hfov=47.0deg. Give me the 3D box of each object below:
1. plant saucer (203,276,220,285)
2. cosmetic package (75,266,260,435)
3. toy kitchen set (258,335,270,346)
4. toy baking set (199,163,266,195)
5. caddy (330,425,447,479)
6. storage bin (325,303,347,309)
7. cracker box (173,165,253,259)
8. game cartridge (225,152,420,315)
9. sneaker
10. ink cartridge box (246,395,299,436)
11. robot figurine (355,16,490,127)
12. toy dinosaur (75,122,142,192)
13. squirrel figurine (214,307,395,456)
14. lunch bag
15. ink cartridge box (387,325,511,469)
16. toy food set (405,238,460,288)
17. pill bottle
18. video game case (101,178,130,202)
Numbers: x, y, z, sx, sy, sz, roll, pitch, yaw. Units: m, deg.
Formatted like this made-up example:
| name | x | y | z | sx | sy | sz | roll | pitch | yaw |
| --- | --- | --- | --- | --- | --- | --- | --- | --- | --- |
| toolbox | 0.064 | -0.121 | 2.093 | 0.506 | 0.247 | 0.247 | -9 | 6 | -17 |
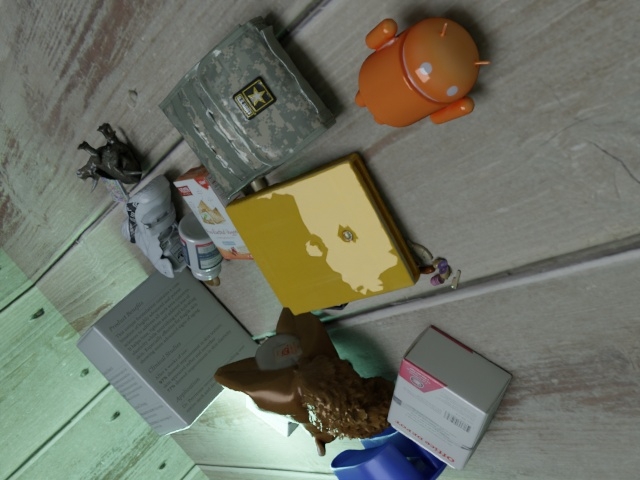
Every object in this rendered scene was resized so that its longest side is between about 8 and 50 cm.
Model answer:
| name | x | y | z | sx | sy | sz | roll | pitch | yaw |
| --- | --- | --- | --- | --- | --- | --- | --- | --- | --- |
| plant saucer | -0.324 | 0.103 | 2.112 | 0.083 | 0.015 | 0.083 | 30 | 145 | 23 |
| cosmetic package | -0.461 | 0.325 | 2.226 | 0.393 | 0.329 | 0.327 | 49 | 149 | -4 |
| toy kitchen set | -0.116 | 0.294 | 2.074 | 0.083 | 0.068 | 0.075 | 38 | 175 | 12 |
| toy baking set | -0.189 | -0.130 | 1.683 | 0.197 | 0.030 | 0.256 | -7 | 121 | 55 |
| caddy | 0.184 | 0.564 | 1.845 | 0.179 | 0.241 | 0.341 | 53 | 149 | 0 |
| storage bin | 0.000 | 0.059 | 1.624 | 0.122 | 0.084 | 0.180 | -6 | 123 | 51 |
| cracker box | -0.224 | -0.063 | 1.710 | 0.156 | 0.067 | 0.232 | -1 | 125 | 54 |
| game cartridge | 0.000 | 0.000 | 1.480 | 0.324 | 0.052 | 0.285 | -17 | 111 | 35 |
| sneaker | -0.409 | -0.030 | 1.952 | 0.210 | 0.137 | 0.366 | 45 | 153 | -1 |
| ink cartridge box | -0.131 | 0.464 | 2.221 | 0.172 | 0.100 | 0.237 | 32 | 145 | 21 |
| robot figurine | 0.140 | -0.244 | 1.075 | 0.219 | 0.128 | 0.158 | -20 | 87 | 56 |
| toy dinosaur | -0.530 | -0.207 | 1.933 | 0.314 | 0.121 | 0.160 | 11 | 147 | 36 |
| squirrel figurine | 0.004 | 0.405 | 1.851 | 0.397 | 0.281 | 0.370 | 17 | 145 | 41 |
| lunch bag | -0.129 | -0.243 | 1.357 | 0.235 | 0.169 | 0.287 | 53 | 140 | -7 |
| ink cartridge box | 0.272 | 0.349 | 1.609 | 0.207 | 0.117 | 0.283 | 31 | 145 | 21 |
| toy food set | 0.212 | 0.054 | 1.435 | 0.122 | 0.019 | 0.078 | 30 | 145 | 23 |
| pill bottle | -0.304 | 0.018 | 1.905 | 0.108 | 0.108 | 0.180 | 31 | 146 | 21 |
| video game case | -0.599 | -0.161 | 2.132 | 0.087 | 0.011 | 0.122 | 13 | 136 | 41 |
